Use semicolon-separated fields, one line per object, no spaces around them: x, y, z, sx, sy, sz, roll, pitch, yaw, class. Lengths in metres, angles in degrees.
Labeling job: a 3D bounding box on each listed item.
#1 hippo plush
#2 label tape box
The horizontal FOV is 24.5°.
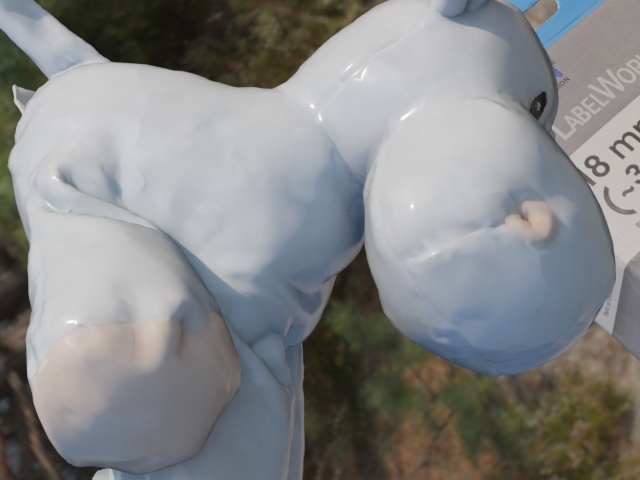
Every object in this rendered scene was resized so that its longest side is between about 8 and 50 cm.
0.000;0.000;0.650;0.234;0.236;0.294;73;177;-53;hippo plush
0.210;-0.086;0.922;0.333;0.240;0.106;44;165;26;label tape box
